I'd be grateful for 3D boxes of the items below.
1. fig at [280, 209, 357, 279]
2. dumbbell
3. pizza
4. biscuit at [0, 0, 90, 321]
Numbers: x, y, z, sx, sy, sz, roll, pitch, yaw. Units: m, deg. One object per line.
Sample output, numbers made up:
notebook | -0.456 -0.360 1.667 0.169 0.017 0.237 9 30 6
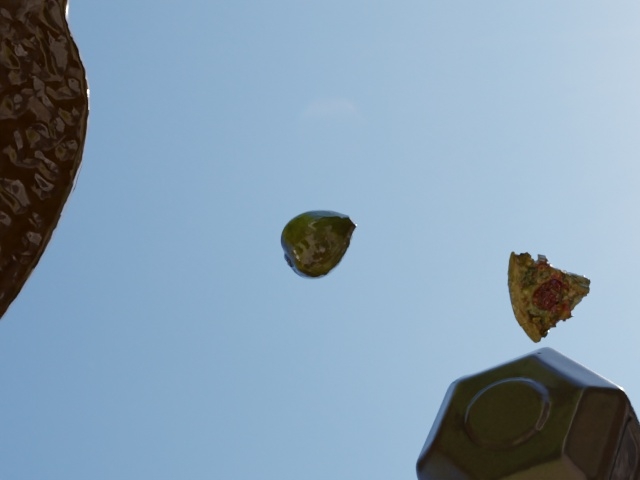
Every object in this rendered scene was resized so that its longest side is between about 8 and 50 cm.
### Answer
fig | 0.000 0.000 1.234 0.088 0.074 0.074 -34 -53 -5
dumbbell | 0.120 0.147 0.510 0.231 0.082 0.092 60 -137 -34
pizza | 0.203 0.042 1.003 0.078 0.025 0.083 -17 -89 -8
biscuit | -0.295 -0.096 0.562 0.381 0.074 0.359 35 -110 -21
